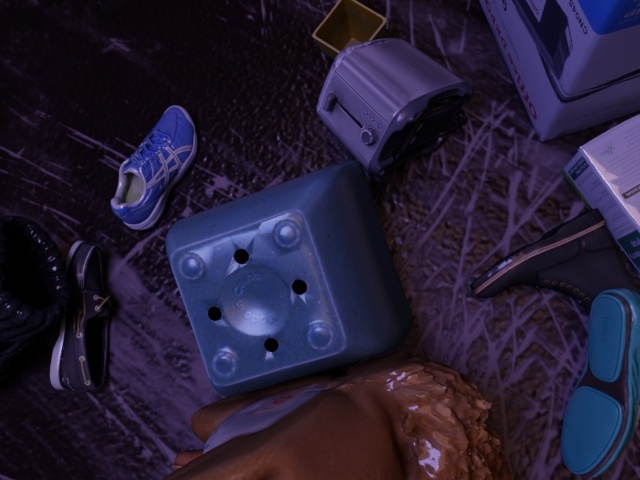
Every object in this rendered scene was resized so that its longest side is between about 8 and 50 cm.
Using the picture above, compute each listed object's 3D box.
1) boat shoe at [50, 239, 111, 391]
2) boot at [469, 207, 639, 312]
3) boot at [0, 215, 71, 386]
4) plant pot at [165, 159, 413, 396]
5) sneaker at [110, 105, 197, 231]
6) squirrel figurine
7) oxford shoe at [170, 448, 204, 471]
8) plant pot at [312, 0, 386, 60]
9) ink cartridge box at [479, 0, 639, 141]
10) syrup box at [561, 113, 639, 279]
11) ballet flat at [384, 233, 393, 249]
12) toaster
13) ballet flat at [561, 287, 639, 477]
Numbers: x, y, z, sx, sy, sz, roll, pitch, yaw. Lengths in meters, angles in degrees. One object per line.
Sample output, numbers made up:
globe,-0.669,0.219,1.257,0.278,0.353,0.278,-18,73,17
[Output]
boat shoe,-0.353,0.115,0.829,0.068,0.081,0.228,4,87,8
boot,0.317,0.062,0.724,0.198,0.077,0.137,-30,83,6
boot,-0.522,0.036,0.793,0.348,0.131,0.260,48,122,4
plant pot,-0.043,0.051,0.642,0.248,0.252,0.247,-18,91,11
sneaker,-0.259,-0.118,0.852,0.080,0.081,0.211,17,81,14
squirrel figurine,0.052,0.334,0.586,0.397,0.281,0.370,-20,90,-9
oxford shoe,-0.104,0.282,0.758,0.212,0.076,0.076,-11,69,-3
plant pot,0.048,-0.303,0.831,0.081,0.083,0.081,37,87,15
ink cartridge box,0.316,-0.326,0.630,0.166,0.395,0.285,-19,76,8
syrup box,0.433,-0.034,0.706,0.096,0.093,0.237,-30,76,3
ballet flat,0.000,0.000,0.783,0.206,0.073,0.067,-9,119,7
toaster,0.104,-0.196,0.757,0.227,0.129,0.146,-30,67,-40
ballet flat,0.371,0.181,0.676,0.087,0.083,0.247,3,100,-22
